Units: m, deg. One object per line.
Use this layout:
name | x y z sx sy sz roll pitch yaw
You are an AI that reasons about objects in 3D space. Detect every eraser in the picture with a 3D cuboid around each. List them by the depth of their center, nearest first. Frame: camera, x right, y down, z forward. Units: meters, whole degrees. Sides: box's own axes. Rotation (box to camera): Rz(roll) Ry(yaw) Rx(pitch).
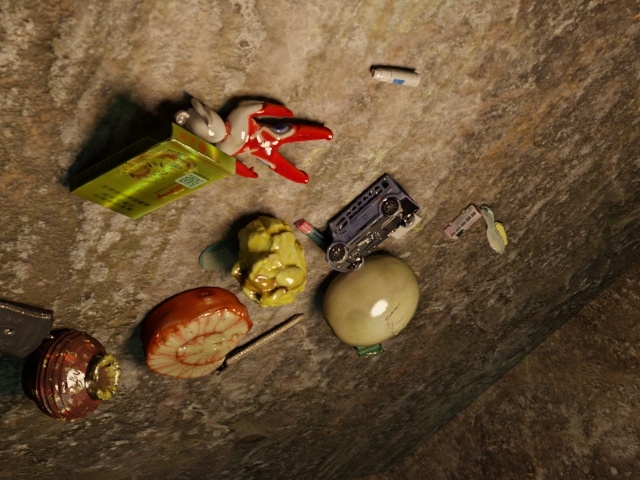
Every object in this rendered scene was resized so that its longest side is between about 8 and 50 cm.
eraser | 0.234 -0.064 1.837 0.104 0.023 0.150 -40 144 17

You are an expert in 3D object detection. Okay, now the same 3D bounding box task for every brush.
brush | 0.607 -0.049 2.085 0.060 0.068 0.297 -47 143 -7

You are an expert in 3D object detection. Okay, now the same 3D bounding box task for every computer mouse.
computer mouse | -0.759 0.198 1.440 0.147 0.088 0.264 -52 141 4

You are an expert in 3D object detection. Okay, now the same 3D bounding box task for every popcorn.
popcorn | -0.132 0.058 1.580 0.194 0.255 0.256 0 113 -3

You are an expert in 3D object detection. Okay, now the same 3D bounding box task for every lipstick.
lipstick | 0.000 0.000 1.741 0.053 0.053 0.234 -38 140 14

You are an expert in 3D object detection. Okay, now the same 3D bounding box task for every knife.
knife | -0.207 0.343 2.041 0.365 0.043 0.089 -32 178 2

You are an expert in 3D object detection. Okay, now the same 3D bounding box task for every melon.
melon | 0.168 0.186 1.897 0.330 0.268 0.268 -32 146 -8

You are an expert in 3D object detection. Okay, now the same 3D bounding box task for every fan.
fan | -0.275 0.063 1.665 0.113 0.005 0.175 -18 143 -15

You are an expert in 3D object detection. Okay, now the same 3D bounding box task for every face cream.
face cream | 0.171 -0.377 1.387 0.130 0.034 0.034 -2 137 -33

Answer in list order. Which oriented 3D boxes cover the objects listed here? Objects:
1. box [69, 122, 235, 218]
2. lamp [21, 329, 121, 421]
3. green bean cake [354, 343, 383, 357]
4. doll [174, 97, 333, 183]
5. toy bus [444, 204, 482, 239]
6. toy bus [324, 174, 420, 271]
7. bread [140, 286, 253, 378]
box | -0.347 -0.134 1.239 0.311 0.043 0.173 -19 152 31
lamp | -0.650 0.357 1.589 0.246 0.247 0.247 -18 144 -14
green bean cake | 0.146 0.320 2.106 0.107 0.208 0.193 -22 143 -4
doll | -0.148 -0.222 1.324 0.383 0.099 0.188 9 121 -46
toy bus | 0.467 -0.058 1.977 0.037 0.052 0.131 15 126 -46
toy bus | 0.128 -0.042 1.699 0.292 0.133 0.125 -42 148 14
bread | -0.371 0.275 1.777 0.295 0.114 0.328 18 125 -44
